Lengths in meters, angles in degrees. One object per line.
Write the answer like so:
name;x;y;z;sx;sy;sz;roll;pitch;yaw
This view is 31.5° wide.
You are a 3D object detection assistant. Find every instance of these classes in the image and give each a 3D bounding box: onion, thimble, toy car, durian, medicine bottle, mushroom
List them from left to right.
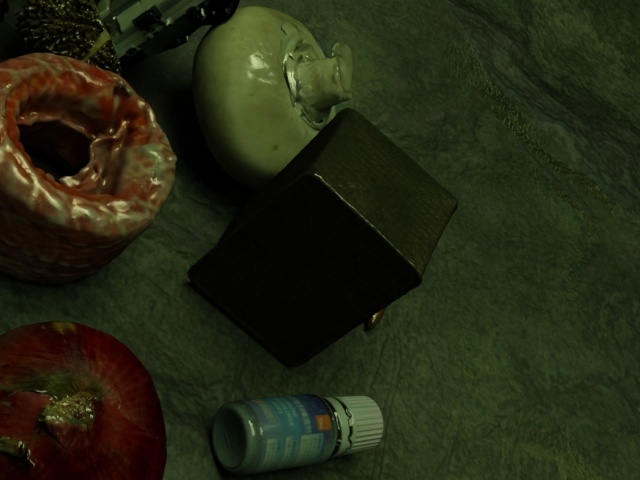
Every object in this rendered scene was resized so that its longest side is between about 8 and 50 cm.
thimble;-0.287;-0.078;1.227;0.239;0.162;0.239;20;51;-27
durian;-0.305;-0.231;1.322;0.091;0.188;0.148;-29;101;-19
onion;-0.250;0.194;1.088;0.248;0.161;0.248;18;67;-48
toy car;-0.207;-0.348;1.439;0.118;0.193;0.301;42;30;-39
mushroom;-0.052;-0.186;1.440;0.246;0.202;0.246;34;49;-50
medicine bottle;-0.022;0.218;1.300;0.203;0.083;0.083;3;60;-40

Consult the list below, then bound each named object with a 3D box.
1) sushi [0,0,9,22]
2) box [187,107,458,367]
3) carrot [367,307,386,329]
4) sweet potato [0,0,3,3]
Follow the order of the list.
sushi;-0.461;-0.290;1.257;0.225;0.124;0.127;3;58;-41
box;-0.001;0.002;1.325;0.184;0.273;0.143;41;44;-10
carrot;0.100;0.021;1.563;0.061;0.061;0.257;38;53;-13
sweet potato;-0.317;-0.328;1.277;0.078;0.058;0.255;25;48;20
